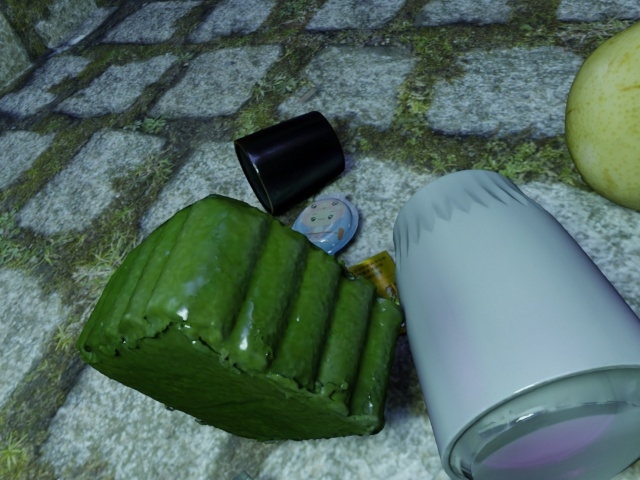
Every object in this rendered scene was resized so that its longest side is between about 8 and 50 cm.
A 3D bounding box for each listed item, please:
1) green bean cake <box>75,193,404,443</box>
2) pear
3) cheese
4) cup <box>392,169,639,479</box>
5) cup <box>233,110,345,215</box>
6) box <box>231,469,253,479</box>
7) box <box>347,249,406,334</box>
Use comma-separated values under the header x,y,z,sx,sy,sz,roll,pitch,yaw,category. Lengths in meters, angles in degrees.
x,y,z,sx,sy,sz,roll,pitch,yaw,category
-0.091,0.110,0.654,0.319,0.335,0.218,-20,43,43,green bean cake
0.523,-0.193,0.768,0.309,0.309,0.309,-10,47,11,pear
0.000,0.000,0.939,0.135,0.052,0.245,-6,47,23,cheese
0.228,0.094,0.638,0.253,0.253,0.372,-16,43,5,cup
-0.077,-0.185,1.063,0.176,0.166,0.239,-29,47,-12,cup
-0.097,0.343,0.651,0.063,0.085,0.060,-38,47,-23,box
0.104,0.088,0.846,0.089,0.022,0.156,-25,46,0,box
